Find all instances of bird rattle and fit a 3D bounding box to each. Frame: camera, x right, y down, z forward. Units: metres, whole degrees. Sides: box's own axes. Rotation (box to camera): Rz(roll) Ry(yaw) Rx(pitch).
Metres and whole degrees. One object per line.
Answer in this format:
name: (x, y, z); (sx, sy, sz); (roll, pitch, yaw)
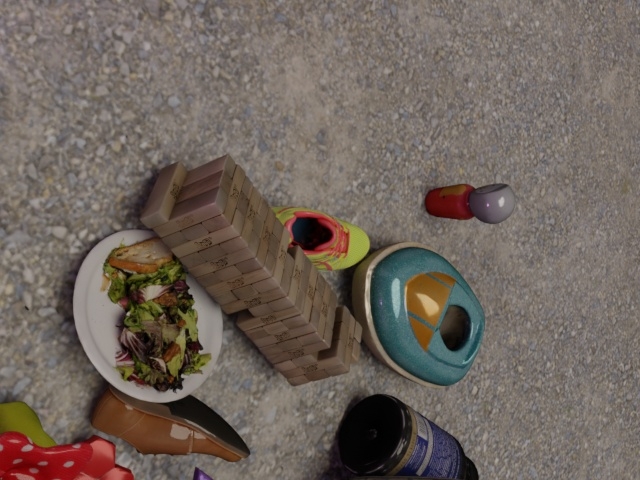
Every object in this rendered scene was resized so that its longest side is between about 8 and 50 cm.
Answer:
bird rattle: (-0.320, 0.208, 0.670); (0.207, 0.253, 0.143); (19, 78, -16)

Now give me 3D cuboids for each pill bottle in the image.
pill bottle: (0.136, 0.320, 1.146); (0.219, 0.123, 0.123); (39, 67, -35)

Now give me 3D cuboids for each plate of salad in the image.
plate of salad: (-0.181, 0.079, 0.874); (0.200, 0.048, 0.200); (25, 54, -41)

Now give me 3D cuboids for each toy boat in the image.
toy boat: (0.180, 0.051, 1.158); (0.267, 0.148, 0.318); (36, 69, -36)

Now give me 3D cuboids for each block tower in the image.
block tower: (-0.068, 0.046, 0.941); (0.335, 0.097, 0.091); (52, 31, -33)

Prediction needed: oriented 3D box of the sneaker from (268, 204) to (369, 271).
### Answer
sneaker: (0.000, 0.000, 1.031); (0.208, 0.094, 0.081); (8, 85, -43)

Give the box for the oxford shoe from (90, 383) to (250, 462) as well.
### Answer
oxford shoe: (-0.173, 0.222, 0.915); (0.212, 0.076, 0.076); (34, 94, -34)

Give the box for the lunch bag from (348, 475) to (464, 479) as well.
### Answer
lunch bag: (0.130, 0.492, 1.011); (0.256, 0.213, 0.305); (-72, 155, -47)

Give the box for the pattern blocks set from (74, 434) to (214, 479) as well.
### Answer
pattern blocks set: (-0.213, 0.402, 0.864); (0.285, 0.026, 0.325); (28, 80, -24)
